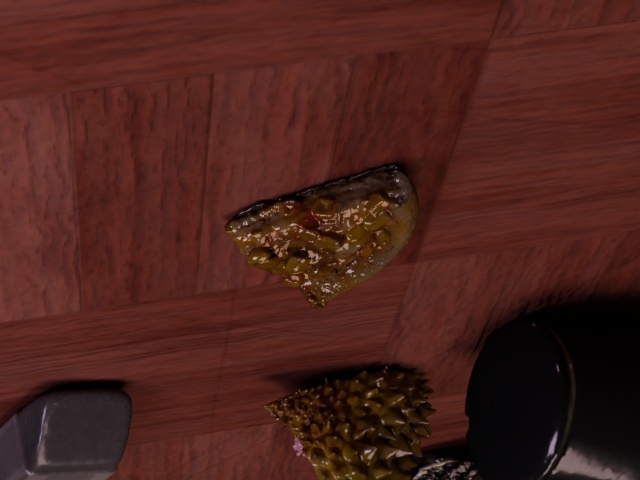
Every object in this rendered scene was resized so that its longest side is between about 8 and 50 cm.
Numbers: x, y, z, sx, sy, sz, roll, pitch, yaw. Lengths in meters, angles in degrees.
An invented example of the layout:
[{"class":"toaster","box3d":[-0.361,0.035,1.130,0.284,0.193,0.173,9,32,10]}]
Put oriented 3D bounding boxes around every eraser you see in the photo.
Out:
[{"class":"eraser","box3d":[-0.264,0.212,1.640,0.089,0.061,0.352,3,154,-31]}]

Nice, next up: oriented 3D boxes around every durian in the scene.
[{"class":"durian","box3d":[0.028,0.174,1.666,0.132,0.165,0.182,23,138,20]}]

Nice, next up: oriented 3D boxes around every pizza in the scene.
[{"class":"pizza","box3d":[0.000,0.000,1.300,0.131,0.041,0.178,7,150,-35]}]

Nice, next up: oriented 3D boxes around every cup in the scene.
[{"class":"cup","box3d":[0.210,0.144,1.615,0.177,0.169,0.223,6,-178,-28]}]

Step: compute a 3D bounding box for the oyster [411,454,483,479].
[{"class":"oyster","box3d":[0.135,0.273,1.962,0.214,0.083,0.223,1,161,-22]}]
